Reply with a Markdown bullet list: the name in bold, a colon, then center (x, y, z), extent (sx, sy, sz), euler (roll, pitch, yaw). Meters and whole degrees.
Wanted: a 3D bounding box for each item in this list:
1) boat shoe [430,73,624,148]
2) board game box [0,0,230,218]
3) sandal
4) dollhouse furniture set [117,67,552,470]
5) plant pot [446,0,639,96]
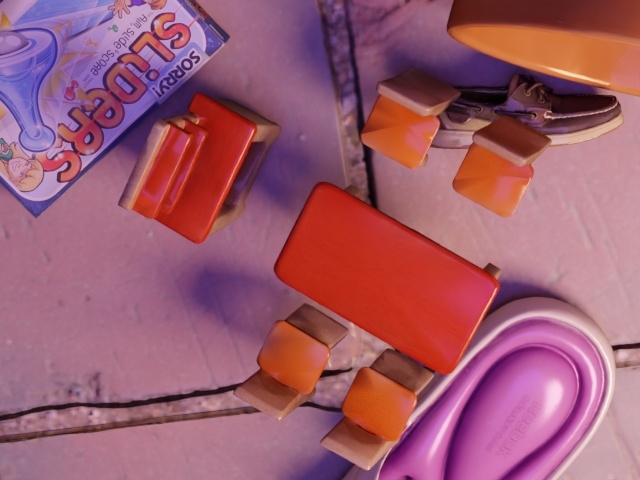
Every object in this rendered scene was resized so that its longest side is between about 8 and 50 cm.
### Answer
- **boat shoe**: center (0.145, -0.097, 1.369), extent (0.152, 0.056, 0.049), euler (-5, 111, 5)
- **board game box**: center (-0.186, -0.131, 1.389), extent (0.201, 0.035, 0.136), euler (-42, 100, 14)
- **sandal**: center (0.083, 0.229, 1.440), extent (0.169, 0.102, 0.416), euler (25, 103, -4)
- **dollhouse furniture set**: center (0.000, 0.000, 1.333), extent (0.259, 0.135, 0.262), euler (29, 107, 11)
- **plant pot**: center (0.245, -0.204, 1.233), extent (0.291, 0.291, 0.203), euler (12, 90, 0)
